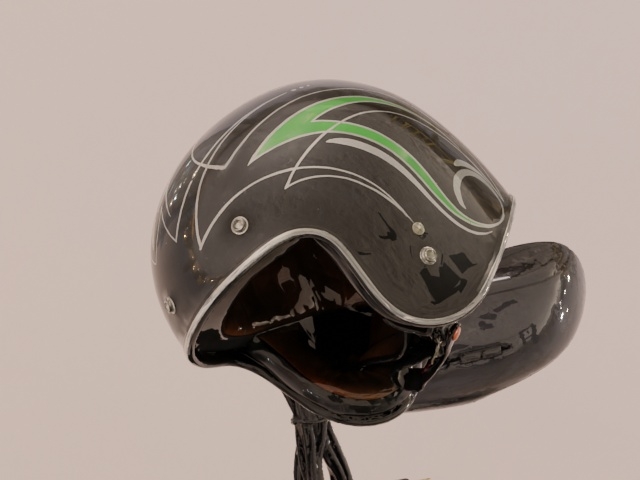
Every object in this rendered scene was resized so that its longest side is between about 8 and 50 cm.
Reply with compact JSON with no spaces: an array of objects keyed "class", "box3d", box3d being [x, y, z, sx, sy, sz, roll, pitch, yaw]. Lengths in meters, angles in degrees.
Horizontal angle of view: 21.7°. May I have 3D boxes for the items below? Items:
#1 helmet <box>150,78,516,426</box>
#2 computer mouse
[{"class":"helmet","box3d":[0.000,0.000,0.839,0.161,0.169,0.169,26,-119,0]},{"class":"computer mouse","box3d":[0.095,0.111,1.209,0.262,0.184,0.060,-14,-157,-23]}]
